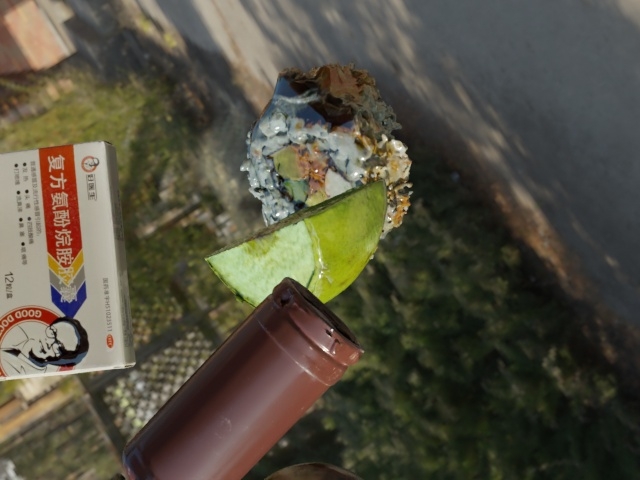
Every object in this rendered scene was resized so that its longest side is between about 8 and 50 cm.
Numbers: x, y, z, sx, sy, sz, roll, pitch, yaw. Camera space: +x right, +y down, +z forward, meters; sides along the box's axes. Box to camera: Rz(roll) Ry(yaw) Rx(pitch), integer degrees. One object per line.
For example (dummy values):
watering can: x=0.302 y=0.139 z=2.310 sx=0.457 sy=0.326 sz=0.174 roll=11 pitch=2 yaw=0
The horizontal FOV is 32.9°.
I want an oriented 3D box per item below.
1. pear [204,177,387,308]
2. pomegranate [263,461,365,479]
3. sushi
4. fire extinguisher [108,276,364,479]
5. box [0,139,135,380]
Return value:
pear: x=0.004 y=0.002 z=1.611 sx=0.288 sy=0.239 sz=0.139 roll=-20 pitch=105 yaw=51
pomegranate: x=-0.032 y=0.338 z=1.155 sx=0.181 sy=0.224 sz=0.181 roll=61 pitch=-169 yaw=-21
sushi: x=0.020 y=-0.146 z=2.192 sx=0.417 sy=0.176 sz=0.417 roll=24 pitch=127 yaw=37
fire extinguisher: x=-0.083 y=0.161 z=0.922 sx=0.105 sy=0.269 sz=0.105 roll=43 pitch=-177 yaw=-3
box: x=-0.413 y=0.032 z=1.684 sx=0.069 sy=0.214 sz=0.353 roll=14 pitch=-110 yaw=-83
